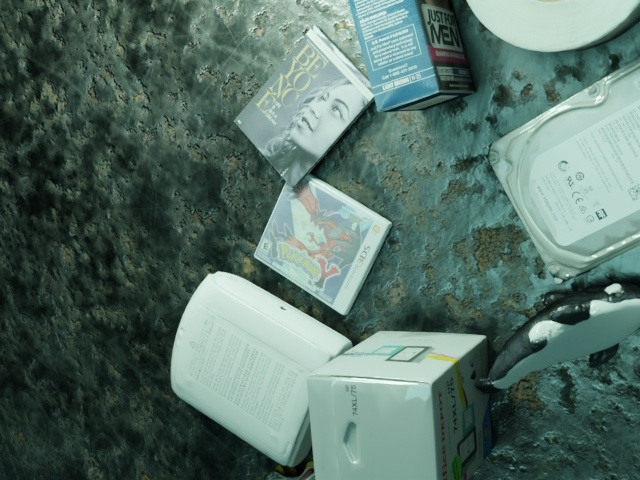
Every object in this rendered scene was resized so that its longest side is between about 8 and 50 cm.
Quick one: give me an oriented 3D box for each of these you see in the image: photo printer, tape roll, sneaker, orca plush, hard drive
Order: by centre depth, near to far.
[{"bbox_3d":[0.335,-0.405,1.226,0.286,0.100,0.286,8,106,30],"label":"tape roll"},{"bbox_3d":[0.432,-0.113,1.257,0.339,0.064,0.237,-30,85,27],"label":"hard drive"},{"bbox_3d":[0.359,0.133,1.341,0.151,0.102,0.287,24,127,-26],"label":"orca plush"},{"bbox_3d":[-0.122,0.216,1.567,0.307,0.107,0.256,27,109,21],"label":"photo printer"},{"bbox_3d":[-0.072,0.454,1.604,0.225,0.088,0.093,-22,76,23],"label":"sneaker"}]

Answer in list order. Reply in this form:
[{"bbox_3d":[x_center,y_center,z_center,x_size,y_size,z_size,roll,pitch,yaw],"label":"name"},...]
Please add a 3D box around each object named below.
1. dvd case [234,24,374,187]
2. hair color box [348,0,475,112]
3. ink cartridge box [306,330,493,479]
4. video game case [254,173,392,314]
[{"bbox_3d":[-0.027,-0.223,1.484,0.221,0.018,0.164,-47,74,20],"label":"dvd case"},{"bbox_3d":[0.116,-0.371,1.312,0.105,0.174,0.347,-15,92,28],"label":"hair color box"},{"bbox_3d":[0.129,0.267,1.355,0.197,0.270,0.198,-1,98,27],"label":"ink cartridge box"},{"bbox_3d":[0.000,0.000,1.517,0.201,0.023,0.183,32,111,19],"label":"video game case"}]
